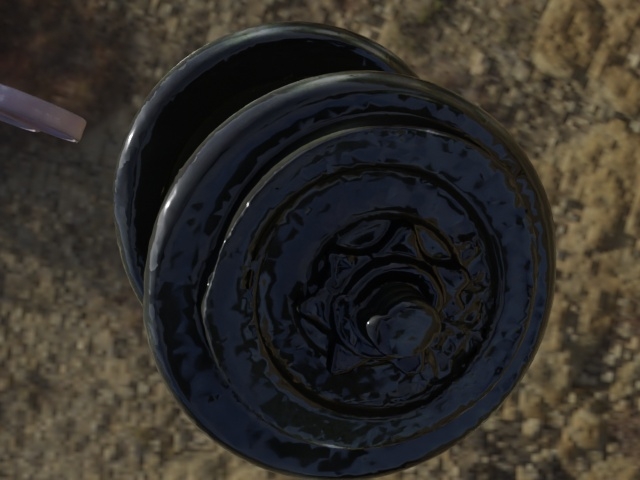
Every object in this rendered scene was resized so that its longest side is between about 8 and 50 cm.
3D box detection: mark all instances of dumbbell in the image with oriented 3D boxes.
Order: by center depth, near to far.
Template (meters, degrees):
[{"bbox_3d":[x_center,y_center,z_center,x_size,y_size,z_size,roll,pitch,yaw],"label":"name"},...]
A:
[{"bbox_3d":[0.000,0.000,0.758,0.192,0.192,0.290,-67,19,9],"label":"dumbbell"}]

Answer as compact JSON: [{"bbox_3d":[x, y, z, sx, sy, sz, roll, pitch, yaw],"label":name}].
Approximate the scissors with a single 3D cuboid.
[{"bbox_3d":[-0.279,-0.122,1.115,0.118,0.242,0.030,16,83,46],"label":"scissors"}]
